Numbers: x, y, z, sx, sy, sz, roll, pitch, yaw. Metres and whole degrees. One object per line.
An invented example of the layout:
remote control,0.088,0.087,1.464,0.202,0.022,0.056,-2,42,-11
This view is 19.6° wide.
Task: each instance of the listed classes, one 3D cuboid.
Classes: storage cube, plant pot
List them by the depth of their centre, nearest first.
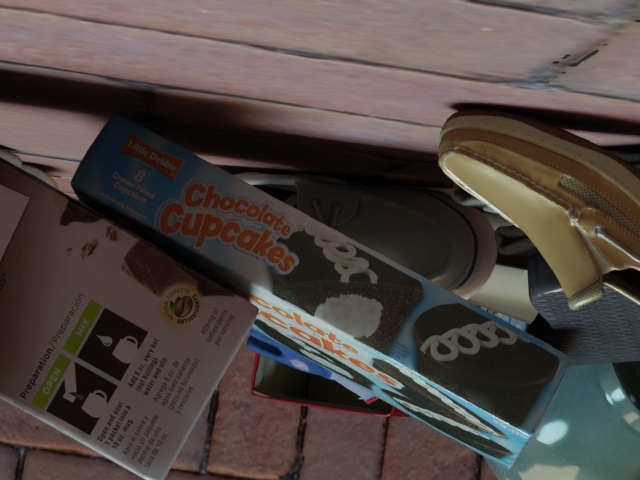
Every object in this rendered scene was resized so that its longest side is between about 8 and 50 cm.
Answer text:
storage cube,0.044,0.122,2.323,0.215,0.184,0.193,6,176,19
plant pot,0.350,0.196,2.400,0.293,0.293,0.196,12,148,-44

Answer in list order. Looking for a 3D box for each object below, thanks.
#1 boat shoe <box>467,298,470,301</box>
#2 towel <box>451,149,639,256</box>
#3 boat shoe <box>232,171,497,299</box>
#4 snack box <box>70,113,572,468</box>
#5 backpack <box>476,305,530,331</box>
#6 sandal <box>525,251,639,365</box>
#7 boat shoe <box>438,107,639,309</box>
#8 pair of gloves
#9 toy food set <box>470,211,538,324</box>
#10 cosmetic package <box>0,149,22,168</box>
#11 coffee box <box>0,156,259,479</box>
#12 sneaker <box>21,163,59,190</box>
boat shoe,0.008,0.031,1.460,0.302,0.109,0.098,10,149,43
towel,0.276,-0.002,1.077,0.324,0.056,0.312,11,175,-28
boat shoe,0.000,0.000,1.333,0.258,0.095,0.084,3,178,34
snack box,0.000,0.038,1.200,0.322,0.060,0.187,28,169,8
backpack,0.151,0.087,1.900,0.173,0.158,0.117,-12,146,37
sandal,0.173,0.033,1.134,0.097,0.055,0.254,-3,164,5
boat shoe,0.139,0.001,0.926,0.190,0.072,0.068,26,164,2
pair of gloves,-0.009,0.069,1.386,0.159,0.023,0.198,30,163,-3
toy food set,0.229,0.028,1.483,0.219,0.092,0.306,10,173,44
cosmetic package,-0.354,-0.029,1.343,0.153,0.129,0.296,7,176,19
coffee box,-0.193,0.016,1.085,0.297,0.119,0.168,29,176,-3
sneaker,-0.340,-0.029,1.592,0.240,0.091,0.126,7,177,-2
